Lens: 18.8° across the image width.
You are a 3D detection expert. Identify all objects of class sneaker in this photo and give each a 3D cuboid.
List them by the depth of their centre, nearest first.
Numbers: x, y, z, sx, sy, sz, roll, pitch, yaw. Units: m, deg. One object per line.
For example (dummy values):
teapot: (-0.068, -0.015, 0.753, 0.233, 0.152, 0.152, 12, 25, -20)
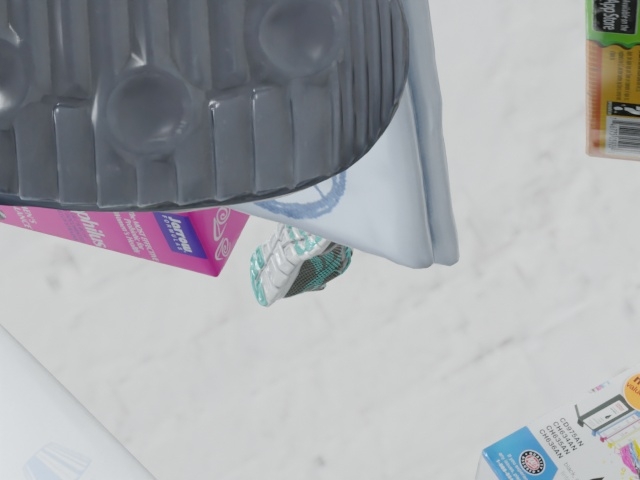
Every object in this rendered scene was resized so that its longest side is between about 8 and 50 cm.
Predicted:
sneaker: (-0.129, -0.066, 0.565, 0.319, 0.112, 0.131, 7, -1, 6)
sneaker: (0.000, 0.000, 1.688, 0.076, 0.065, 0.166, -3, -25, -30)

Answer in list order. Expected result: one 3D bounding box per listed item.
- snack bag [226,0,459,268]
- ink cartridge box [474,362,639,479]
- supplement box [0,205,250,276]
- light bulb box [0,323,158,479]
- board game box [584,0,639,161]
snack bag: (-0.107, -0.153, 0.758, 0.342, 0.323, 0.037, 15, 44, 33)
ink cartridge box: (0.289, 0.245, 1.848, 0.233, 0.171, 0.168, -27, -28, -16)
supplement box: (-0.160, -0.068, 1.424, 0.114, 0.220, 0.111, -65, -27, -28)
light bulb box: (-0.297, 0.187, 1.091, 0.358, 0.361, 0.225, -44, -20, -14)
board game box: (0.368, -0.256, 1.270, 0.356, 0.356, 0.356, 6, -14, 9)
